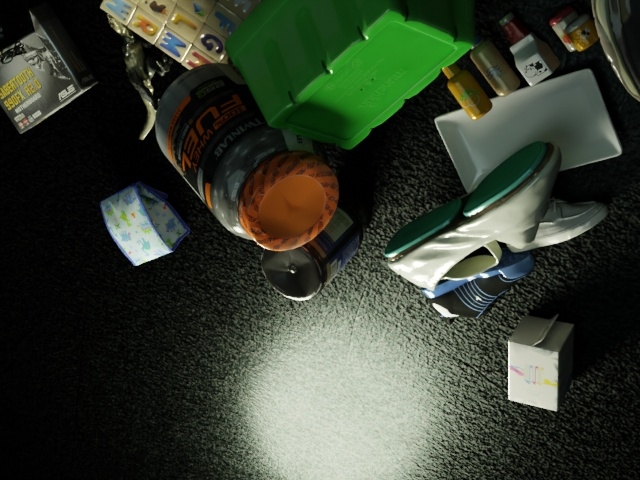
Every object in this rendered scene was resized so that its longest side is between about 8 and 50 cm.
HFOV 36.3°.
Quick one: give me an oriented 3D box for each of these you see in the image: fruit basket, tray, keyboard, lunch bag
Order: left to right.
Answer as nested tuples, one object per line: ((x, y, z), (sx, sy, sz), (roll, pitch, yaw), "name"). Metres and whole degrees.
((-0.607, -0.388, 1.883), (0.192, 0.038, 0.100), (-15, 85, 38), "keyboard")
((-0.361, -0.041, 1.972), (0.128, 0.096, 0.151), (-21, 115, 39), "lunch bag")
((0.024, -0.378, 1.471), (0.392, 0.282, 0.392), (-19, 65, 49), "fruit basket")
((0.322, -0.168, 1.520), (0.270, 0.030, 0.145), (-14, 109, 37), "tray")

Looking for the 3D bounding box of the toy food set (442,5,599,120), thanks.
((0.288, -0.283, 1.414), (0.232, 0.111, 0.104), (-32, 99, 43), "toy food set")

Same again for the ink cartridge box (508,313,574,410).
((0.378, 0.201, 1.673), (0.089, 0.092, 0.143), (9, 121, 27), "ink cartridge box")

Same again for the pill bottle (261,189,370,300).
((0.000, 0.000, 1.694), (0.122, 0.219, 0.123), (15, 124, 23), "pill bottle")

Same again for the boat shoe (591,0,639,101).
((0.427, -0.347, 1.278), (0.130, 0.132, 0.356), (-8, 114, 35), "boat shoe")

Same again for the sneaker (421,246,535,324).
((0.282, 0.080, 1.671), (0.232, 0.081, 0.090), (-22, 108, 46), "sneaker")

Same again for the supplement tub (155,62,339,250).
((-0.121, -0.138, 1.606), (0.338, 0.207, 0.207), (46, 141, 45), "supplement tub")

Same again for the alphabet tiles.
((-0.231, -0.418, 1.643), (0.342, 0.011, 0.285), (34, 139, -10), "alphabet tiles")

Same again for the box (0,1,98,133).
((-0.571, -0.339, 1.940), (0.231, 0.056, 0.183), (-22, 106, 38), "box")

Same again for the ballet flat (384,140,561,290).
((0.263, -0.026, 1.549), (0.139, 0.139, 0.400), (50, 138, -4), "ballet flat")

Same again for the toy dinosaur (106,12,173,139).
((-0.323, -0.299, 1.810), (0.118, 0.064, 0.268), (24, 133, 42), "toy dinosaur")

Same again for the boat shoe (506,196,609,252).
((0.368, -0.036, 1.558), (0.184, 0.066, 0.063), (-18, 109, 48), "boat shoe")
